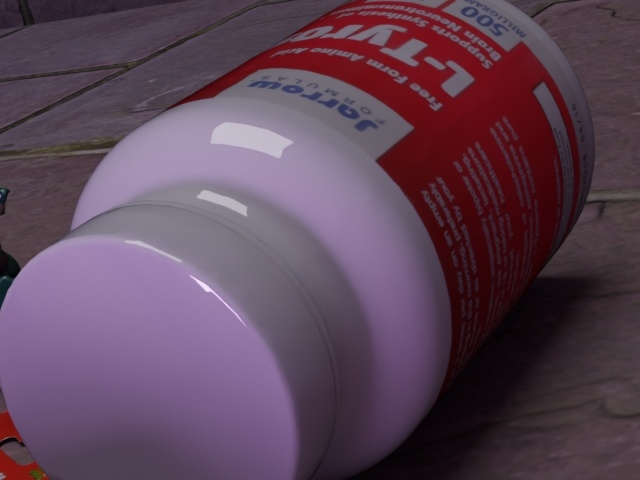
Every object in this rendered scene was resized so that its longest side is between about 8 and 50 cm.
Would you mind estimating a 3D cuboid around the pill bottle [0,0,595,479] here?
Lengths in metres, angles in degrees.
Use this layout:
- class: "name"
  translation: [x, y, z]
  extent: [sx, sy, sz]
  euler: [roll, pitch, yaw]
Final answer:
- class: "pill bottle"
  translation: [0.000, 0.000, 0.872]
  extent: [0.229, 0.229, 0.408]
  euler: [-4, 21, 29]

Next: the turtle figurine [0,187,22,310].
- class: "turtle figurine"
  translation: [-0.199, 0.041, 1.098]
  extent: [0.175, 0.118, 0.234]
  euler: [24, 12, -16]

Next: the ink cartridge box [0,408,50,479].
- class: "ink cartridge box"
  translation: [-0.260, 0.146, 0.932]
  extent: [0.179, 0.045, 0.145]
  euler: [-26, 21, -25]
